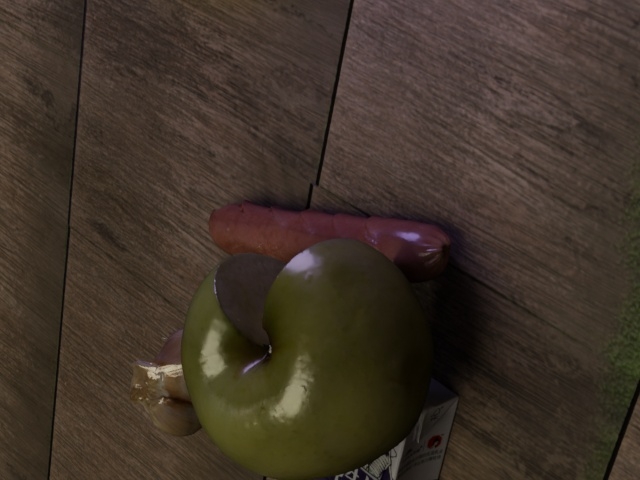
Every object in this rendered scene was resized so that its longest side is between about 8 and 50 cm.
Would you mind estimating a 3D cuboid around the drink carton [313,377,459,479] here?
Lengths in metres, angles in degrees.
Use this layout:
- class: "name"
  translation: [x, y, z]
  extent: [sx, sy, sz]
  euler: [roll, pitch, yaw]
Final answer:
- class: "drink carton"
  translation: [0.077, 0.262, 1.780]
  extent: [0.134, 0.101, 0.222]
  euler: [35, 126, 37]

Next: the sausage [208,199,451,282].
- class: "sausage"
  translation: [-0.001, 0.002, 1.778]
  extent: [0.433, 0.088, 0.088]
  euler: [8, 110, 46]

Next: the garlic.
- class: "garlic"
  translation: [-0.208, 0.210, 2.079]
  extent: [0.124, 0.099, 0.175]
  euler: [19, 123, 20]

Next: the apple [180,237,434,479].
- class: "apple"
  translation: [-0.011, 0.130, 1.605]
  extent: [0.292, 0.254, 0.292]
  euler: [-10, 72, 34]
